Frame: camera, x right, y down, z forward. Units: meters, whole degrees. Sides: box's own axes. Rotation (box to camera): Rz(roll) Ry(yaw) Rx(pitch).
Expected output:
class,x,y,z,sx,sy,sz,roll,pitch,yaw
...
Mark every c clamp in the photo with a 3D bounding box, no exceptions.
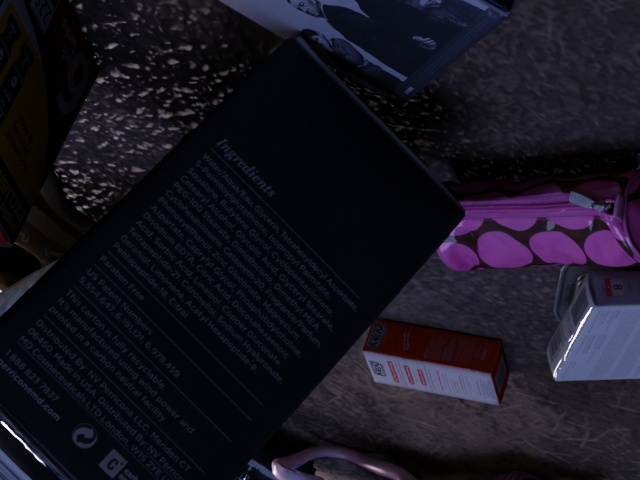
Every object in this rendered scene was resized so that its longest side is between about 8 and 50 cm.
class,x,y,z,sx,sy,sz,roll,pitch,yaw
c clamp,0.284,0.062,1.648,0.137,0.022,0.161,18,151,5

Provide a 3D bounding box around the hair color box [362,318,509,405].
class,x,y,z,sx,sy,sz,roll,pitch,yaw
hair color box,0.121,0.127,1.848,0.141,0.043,0.072,9,149,20

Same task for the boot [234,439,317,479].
class,x,y,z,sx,sy,sz,roll,pitch,yaw
boot,-0.131,0.298,2.259,0.207,0.094,0.246,30,145,-8

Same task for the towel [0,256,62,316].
class,x,y,z,sx,sy,sz,roll,pitch,yaw
towel,-0.258,0.141,1.878,0.090,0.320,0.374,54,174,29

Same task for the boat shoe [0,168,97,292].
class,x,y,z,sx,sy,sz,roll,pitch,yaw
boat shoe,-0.303,0.015,1.862,0.122,0.120,0.324,1,145,33

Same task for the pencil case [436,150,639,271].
class,x,y,z,sx,sy,sz,roll,pitch,yaw
pencil case,0.188,-0.019,1.504,0.209,0.095,0.098,-5,177,37

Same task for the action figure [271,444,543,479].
class,x,y,z,sx,sy,sz,roll,pitch,yaw
action figure,0.169,0.324,2.083,0.370,0.248,0.276,-21,89,35

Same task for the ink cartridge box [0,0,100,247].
class,x,y,z,sx,sy,sz,roll,pitch,yaw
ink cartridge box,-0.327,-0.140,1.452,0.130,0.272,0.309,11,151,19

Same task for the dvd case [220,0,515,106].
class,x,y,z,sx,sy,sz,roll,pitch,yaw
dvd case,0.007,-0.203,1.371,0.238,0.029,0.179,30,151,-14

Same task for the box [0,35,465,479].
class,x,y,z,sx,sy,sz,roll,pitch,yaw
box,-0.121,0.068,1.473,0.212,0.395,0.293,45,155,-6

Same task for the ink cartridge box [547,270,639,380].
class,x,y,z,sx,sy,sz,roll,pitch,yaw
ink cartridge box,0.311,0.076,1.618,0.179,0.045,0.145,-3,149,-12
